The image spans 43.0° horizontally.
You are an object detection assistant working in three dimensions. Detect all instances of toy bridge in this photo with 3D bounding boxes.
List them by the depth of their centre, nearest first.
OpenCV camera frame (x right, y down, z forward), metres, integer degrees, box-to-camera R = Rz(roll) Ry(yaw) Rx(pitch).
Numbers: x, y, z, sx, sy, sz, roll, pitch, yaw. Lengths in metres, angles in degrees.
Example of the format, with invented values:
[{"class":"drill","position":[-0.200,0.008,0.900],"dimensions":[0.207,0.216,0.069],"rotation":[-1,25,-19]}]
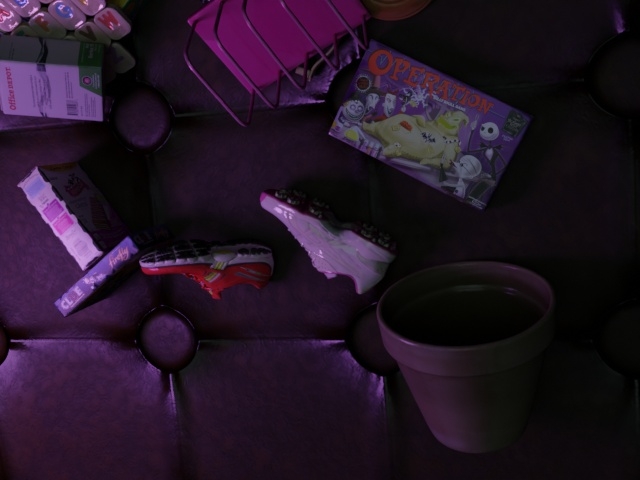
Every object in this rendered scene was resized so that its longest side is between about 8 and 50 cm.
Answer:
[{"class":"toy bridge","position":[0.007,-0.407,1.617],"dimensions":[0.063,0.026,0.188],"rotation":[22,106,10]}]

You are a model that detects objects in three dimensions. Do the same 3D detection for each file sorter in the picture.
[{"class":"file sorter","position":[-0.078,-0.376,1.493],"dimensions":[0.290,0.182,0.202],"rotation":[-29,124,22]}]

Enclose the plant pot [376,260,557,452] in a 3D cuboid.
[{"class":"plant pot","position":[0.287,0.230,1.530],"dimensions":[0.323,0.323,0.280],"rotation":[-4,115,17]}]

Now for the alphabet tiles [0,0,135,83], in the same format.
[{"class":"alphabet tiles","position":[-0.535,-0.419,1.681],"dimensions":[0.284,0.021,0.278],"rotation":[-25,132,23]}]

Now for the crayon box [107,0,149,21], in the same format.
[{"class":"crayon box","position":[-0.379,-0.605,1.664],"dimensions":[0.165,0.081,0.278],"rotation":[47,109,4]}]

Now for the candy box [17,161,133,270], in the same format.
[{"class":"candy box","position":[-0.522,-0.058,1.765],"dimensions":[0.071,0.159,0.233],"rotation":[-40,88,17]}]

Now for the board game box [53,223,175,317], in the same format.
[{"class":"board game box","position":[-0.445,0.063,1.762],"dimensions":[0.243,0.165,0.042],"rotation":[-39,88,18]}]

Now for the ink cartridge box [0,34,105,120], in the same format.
[{"class":"ink cartridge box","position":[-0.555,-0.336,1.687],"dimensions":[0.208,0.087,0.153],"rotation":[3,142,-12]}]

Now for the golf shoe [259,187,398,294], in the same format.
[{"class":"golf shoe","position":[0.000,0.000,1.651],"dimensions":[0.306,0.115,0.140],"rotation":[28,110,11]}]

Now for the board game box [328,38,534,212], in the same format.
[{"class":"board game box","position":[0.211,-0.224,1.582],"dimensions":[0.347,0.056,0.208],"rotation":[28,102,10]}]

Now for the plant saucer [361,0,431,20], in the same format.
[{"class":"plant saucer","position":[0.130,-0.510,1.526],"dimensions":[0.200,0.037,0.200],"rotation":[7,120,13]}]

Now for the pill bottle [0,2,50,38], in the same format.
[{"class":"pill bottle","position":[-0.622,-0.531,1.723],"dimensions":[0.130,0.130,0.246],"rotation":[35,108,8]}]

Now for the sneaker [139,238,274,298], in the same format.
[{"class":"sneaker","position":[-0.237,0.067,1.700],"dimensions":[0.279,0.107,0.118],"rotation":[0,111,-8]}]

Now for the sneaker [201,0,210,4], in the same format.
[{"class":"sneaker","position":[-0.185,-0.496,1.619],"dimensions":[0.267,0.101,0.106],"rotation":[42,89,-6]}]
